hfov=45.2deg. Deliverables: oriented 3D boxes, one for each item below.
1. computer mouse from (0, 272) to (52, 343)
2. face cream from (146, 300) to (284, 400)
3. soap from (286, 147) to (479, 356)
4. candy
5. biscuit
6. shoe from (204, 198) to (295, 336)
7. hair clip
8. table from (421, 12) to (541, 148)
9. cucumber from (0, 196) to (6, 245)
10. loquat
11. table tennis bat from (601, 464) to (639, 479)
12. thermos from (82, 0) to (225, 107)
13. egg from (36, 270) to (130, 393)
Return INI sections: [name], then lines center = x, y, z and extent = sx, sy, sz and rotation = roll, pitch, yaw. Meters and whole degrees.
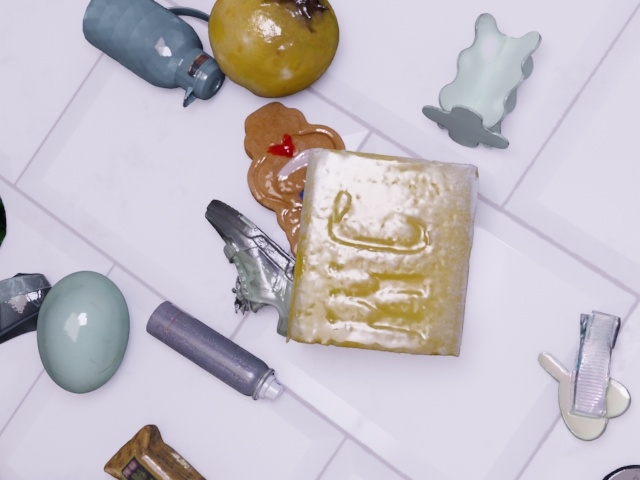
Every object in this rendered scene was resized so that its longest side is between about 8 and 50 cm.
[computer mouse]
center = -0.639, 0.136, 1.535
extent = 0.231, 0.071, 0.126
rotation = -22, 80, 8
[face cream]
center = -0.195, 0.213, 1.440
extent = 0.283, 0.073, 0.073
rotation = 30, 90, 13
[soap]
center = 0.106, 0.024, 1.301
extent = 0.293, 0.156, 0.335
rotation = 8, 90, 7
[candy]
center = -0.262, 0.461, 1.413
extent = 0.271, 0.101, 0.143
rotation = 42, 98, 7
[biscuit]
center = -0.031, -0.119, 1.443
extent = 0.202, 0.047, 0.334
rotation = -31, 74, -6
[shoe]
center = -0.130, 0.060, 1.424
extent = 0.293, 0.109, 0.149
rotation = 39, 86, 8
[hair clip]
center = 0.452, 0.231, 1.316
extent = 0.159, 0.071, 0.219
rotation = 8, 79, 14
[table]
center = 0.298, -0.284, 1.370
extent = 0.166, 0.166, 0.198
rotation = 25, 81, 13
[cucumber]
center = -0.736, -0.045, 1.555
extent = 0.191, 0.130, 0.191
rotation = 0, 90, 10
[loquat]
center = -0.081, -0.382, 1.409
extent = 0.243, 0.244, 0.244
rotation = -1, 83, 11
[table tennis bat]
center = 0.575, 0.476, 1.285
extent = 0.236, 0.027, 0.150
rotation = 30, 89, 14
[thermos]
center = -0.306, -0.389, 1.504
extent = 0.286, 0.145, 0.182
rotation = 34, 77, 11
[egg]
center = -0.445, 0.172, 1.444
extent = 0.168, 0.168, 0.231
rotation = 3, 87, 11
